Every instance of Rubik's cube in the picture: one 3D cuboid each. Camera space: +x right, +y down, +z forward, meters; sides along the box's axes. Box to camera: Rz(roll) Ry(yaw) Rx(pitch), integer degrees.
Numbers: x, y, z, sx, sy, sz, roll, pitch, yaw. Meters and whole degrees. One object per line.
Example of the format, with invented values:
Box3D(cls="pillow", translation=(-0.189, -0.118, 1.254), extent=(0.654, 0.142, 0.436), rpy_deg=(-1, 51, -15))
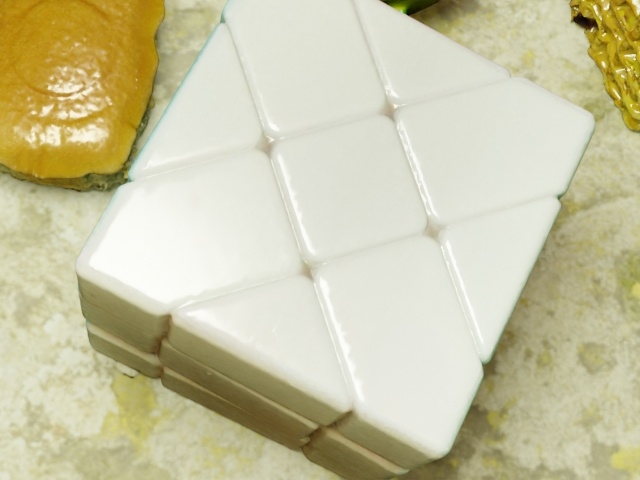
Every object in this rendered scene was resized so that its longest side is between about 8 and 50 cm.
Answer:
Box3D(cls="Rubik's cube", translation=(0.000, 0.000, 1.088), extent=(0.318, 0.316, 0.322), rpy_deg=(28, 74, -1))

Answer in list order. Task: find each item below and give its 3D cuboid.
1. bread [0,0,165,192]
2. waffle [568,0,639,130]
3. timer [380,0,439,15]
Box3D(cls="bread", translation=(-0.241, -0.168, 1.199), extent=(0.174, 0.121, 0.246), rpy_deg=(11, 75, -7))
Box3D(cls="waffle", translation=(0.301, -0.263, 1.273), extent=(0.065, 0.283, 0.309), rpy_deg=(-19, 122, -6))
Box3D(cls="timer", translation=(0.044, -0.275, 1.208), extent=(0.285, 0.285, 0.285), rpy_deg=(2, 74, -8))
